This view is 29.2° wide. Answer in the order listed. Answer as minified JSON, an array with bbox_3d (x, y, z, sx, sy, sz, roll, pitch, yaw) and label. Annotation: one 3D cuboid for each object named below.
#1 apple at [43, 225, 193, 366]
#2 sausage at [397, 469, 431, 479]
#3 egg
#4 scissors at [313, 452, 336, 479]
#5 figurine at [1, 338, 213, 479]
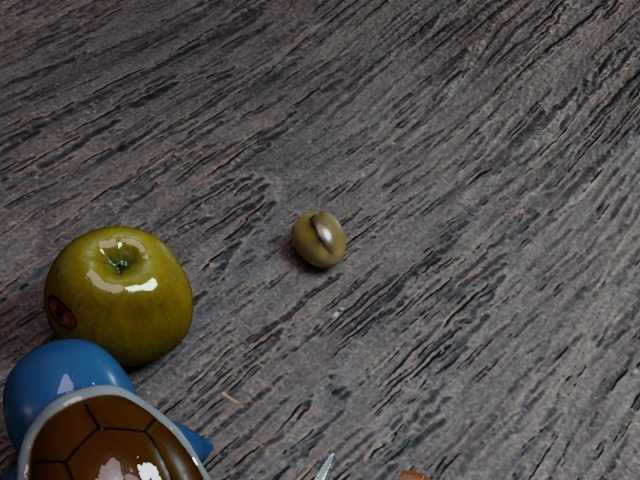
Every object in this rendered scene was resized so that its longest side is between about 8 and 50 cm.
[{"bbox_3d":[-0.248,0.066,1.506,0.182,0.155,0.182,5,45,-5],"label":"apple"},{"bbox_3d":[0.079,0.339,1.378,0.065,0.065,0.169,26,49,13],"label":"sausage"},{"bbox_3d":[0.000,0.000,1.671,0.071,0.071,0.083,-17,68,-24],"label":"egg"},{"bbox_3d":[-0.007,0.298,1.434,0.058,0.014,0.119,26,52,8],"label":"scissors"},{"bbox_3d":[-0.225,0.287,1.298,0.297,0.243,0.416,-24,35,-17],"label":"figurine"}]
